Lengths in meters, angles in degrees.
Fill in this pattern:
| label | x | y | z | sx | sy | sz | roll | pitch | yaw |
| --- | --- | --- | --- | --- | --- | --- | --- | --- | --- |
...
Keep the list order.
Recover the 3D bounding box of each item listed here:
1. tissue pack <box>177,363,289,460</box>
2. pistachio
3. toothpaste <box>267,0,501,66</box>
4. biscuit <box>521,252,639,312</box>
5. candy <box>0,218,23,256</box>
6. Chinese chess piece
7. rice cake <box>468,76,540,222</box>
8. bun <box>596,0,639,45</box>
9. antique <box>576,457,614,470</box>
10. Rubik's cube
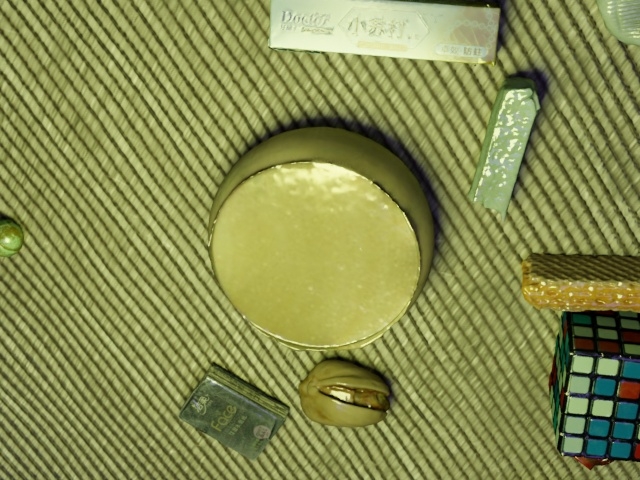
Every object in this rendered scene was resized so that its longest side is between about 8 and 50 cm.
| label | x | y | z | sx | sy | sz | roll | pitch | yaw |
| --- | --- | --- | --- | --- | --- | --- | --- | --- | --- |
| tissue pack | -0.146 | 0.289 | 1.830 | 0.156 | 0.051 | 0.112 | 32 | 118 | -7 |
| pistachio | 0.039 | 0.251 | 1.754 | 0.149 | 0.113 | 0.113 | 19 | 118 | -8 |
| toothpaste | 0.086 | -0.294 | 1.493 | 0.313 | 0.071 | 0.089 | 6 | 113 | 7 |
| biscuit | 0.484 | 0.065 | 1.590 | 0.379 | 0.094 | 0.054 | 2 | 116 | 9 |
| candy | -0.557 | 0.027 | 1.776 | 0.202 | 0.061 | 0.061 | -30 | 108 | 30 |
| Chinese chess piece | 0.000 | 0.000 | 1.613 | 0.338 | 0.140 | 0.338 | 4 | 115 | 9 |
| rice cake | 0.260 | -0.133 | 1.544 | 0.063 | 0.069 | 0.206 | 13 | 120 | 0 |
| bun | 0.428 | -0.321 | 1.414 | 0.141 | 0.083 | 0.141 | 6 | 127 | 9 |
| antique | 0.431 | 0.305 | 1.717 | 0.104 | 0.104 | 0.104 | 4 | 117 | 8 |
| Rubik's cube | 0.442 | 0.200 | 1.613 | 0.184 | 0.187 | 0.182 | 4 | 116 | 5 |
